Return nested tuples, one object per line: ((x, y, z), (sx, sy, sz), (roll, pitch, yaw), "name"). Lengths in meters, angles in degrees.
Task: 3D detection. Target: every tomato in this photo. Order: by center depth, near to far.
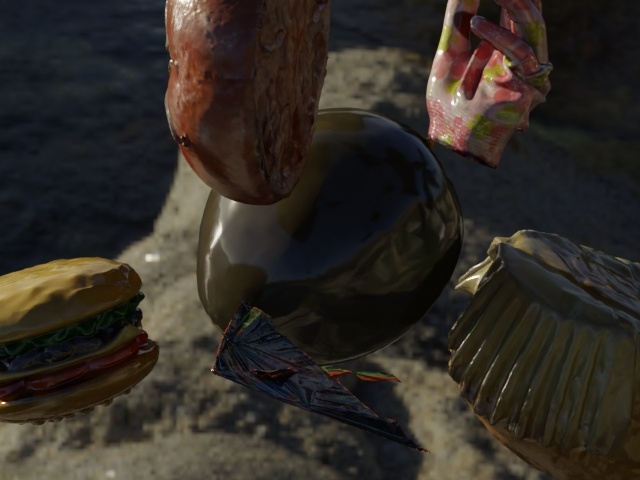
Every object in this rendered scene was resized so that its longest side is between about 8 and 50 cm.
((-0.060, -0.147, 1.067), (0.095, 0.236, 0.236), (7, 27, 10), "tomato")

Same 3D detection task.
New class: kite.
((-0.008, 0.082, 0.903), (0.159, 0.010, 0.190), (7, 24, -48), "kite")

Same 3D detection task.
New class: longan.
((0.000, 0.000, 1.247), (0.248, 0.248, 0.248), (3, 27, -1), "longan")

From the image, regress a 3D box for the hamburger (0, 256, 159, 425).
((-0.205, 0.076, 1.113), (0.162, 0.115, 0.162), (-14, 9, 2), "hamburger")

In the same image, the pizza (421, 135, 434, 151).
((0.079, -0.035, 1.565), (0.062, 0.188, 0.199), (42, 17, 14), "pizza")

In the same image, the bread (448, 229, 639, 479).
((0.293, 0.135, 1.362), (0.389, 0.183, 0.236), (19, 24, -25), "bread")

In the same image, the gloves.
((0.192, -0.209, 1.547), (0.126, 0.241, 0.145), (22, 10, -10), "gloves")
